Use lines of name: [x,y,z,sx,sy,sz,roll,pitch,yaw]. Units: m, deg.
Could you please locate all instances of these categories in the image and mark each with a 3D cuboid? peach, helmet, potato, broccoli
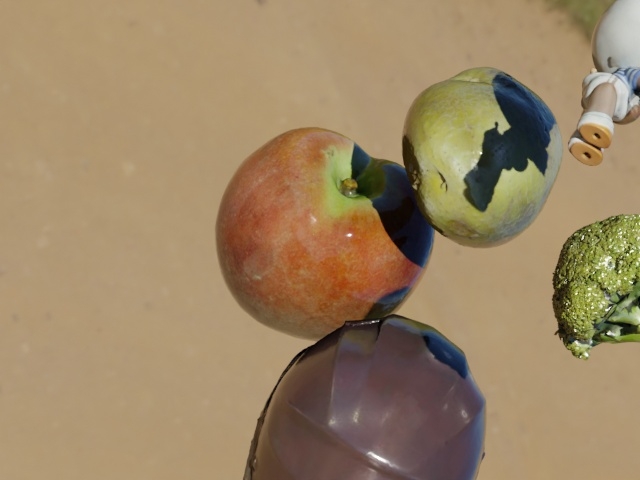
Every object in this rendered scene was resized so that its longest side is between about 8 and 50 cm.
peach: [0.000,0.000,1.962,0.252,0.252,0.252,47,34,-44]
helmet: [0.062,0.174,1.698,0.225,0.177,0.305,25,49,2]
potato: [0.173,-0.092,1.800,0.251,0.159,0.174,-34,125,-55]
broccoli: [0.245,0.039,1.379,0.120,0.131,0.130,46,-21,15]

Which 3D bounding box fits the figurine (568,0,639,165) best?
figurine: [0.274,-0.144,1.478,0.147,0.093,0.197,114,-3,-57]
